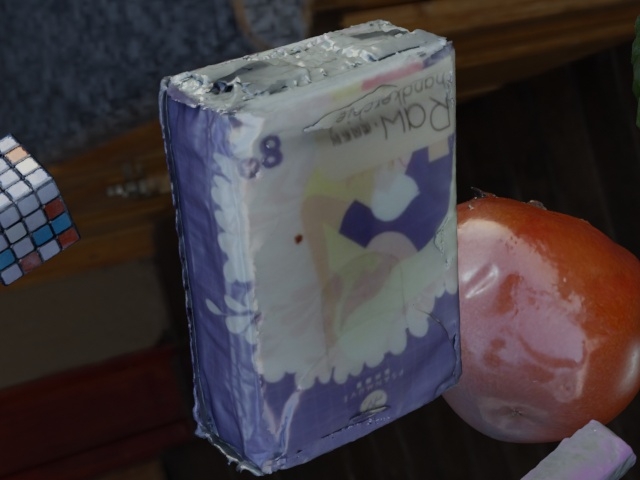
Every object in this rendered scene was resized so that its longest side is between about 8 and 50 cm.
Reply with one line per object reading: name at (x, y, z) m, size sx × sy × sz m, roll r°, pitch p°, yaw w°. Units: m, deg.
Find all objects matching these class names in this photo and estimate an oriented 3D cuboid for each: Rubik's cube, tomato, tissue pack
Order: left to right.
Rubik's cube at (-0.306, -0.030, 1.462) m, size 0.092 × 0.092 × 0.092 m, roll 42°, pitch 158°, yaw 38°
tissue pack at (0.000, 0.000, 1.268) m, size 0.125 × 0.242 × 0.343 m, roll 27°, pitch 129°, yaw 49°
tomato at (0.256, 0.105, 1.912) m, size 0.341 × 0.341 × 0.272 m, roll -14°, pitch 49°, yaw 55°

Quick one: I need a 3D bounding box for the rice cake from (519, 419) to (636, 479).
rice cake at (0.212, 0.288, 1.533) m, size 0.073 × 0.365 × 0.056 m, roll 35°, pitch 132°, yaw 25°

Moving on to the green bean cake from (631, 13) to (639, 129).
green bean cake at (0.233, -0.066, 0.603) m, size 0.200 × 0.214 × 0.113 m, roll -20°, pitch 115°, yaw 17°
